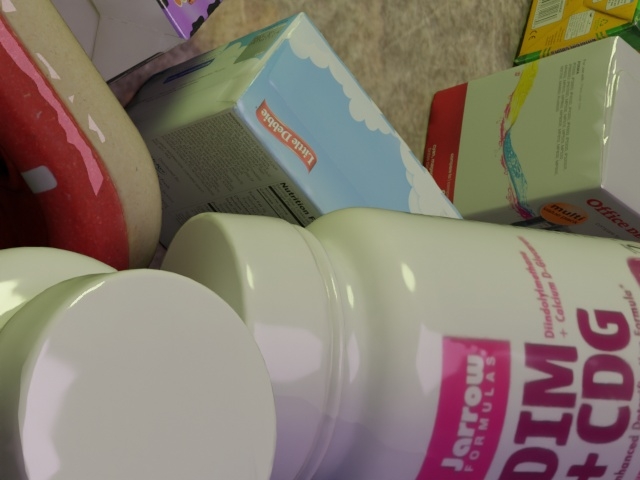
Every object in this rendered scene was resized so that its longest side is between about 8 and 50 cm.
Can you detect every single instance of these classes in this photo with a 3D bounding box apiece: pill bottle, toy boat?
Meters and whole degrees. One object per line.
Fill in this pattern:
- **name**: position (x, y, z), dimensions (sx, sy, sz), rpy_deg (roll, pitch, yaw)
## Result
- **pill bottle**: position (-0.147, 0.085, 0.522), dimensions (0.152, 0.272, 0.152), rpy_deg (11, 73, -42)
- **toy boat**: position (-0.189, -0.045, 0.612), dimensions (0.151, 0.151, 0.231), rpy_deg (-41, 110, -23)
- **pill bottle**: position (0.063, 0.068, 0.622), dimensions (0.283, 0.160, 0.160), rpy_deg (6, 76, -27)

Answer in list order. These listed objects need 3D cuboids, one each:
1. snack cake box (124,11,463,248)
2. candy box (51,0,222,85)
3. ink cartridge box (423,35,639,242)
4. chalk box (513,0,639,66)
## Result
- **snack cake box**: position (0.000, 0.000, 0.767), dimensions (0.264, 0.152, 0.089), rpy_deg (50, 51, -25)
- **candy box**: position (-0.122, -0.195, 0.696), dimensions (0.165, 0.070, 0.196), rpy_deg (58, 21, -17)
- **ink cartridge box**: position (0.186, -0.057, 0.942), dimensions (0.128, 0.176, 0.127), rpy_deg (27, 63, -37)
- **chalk box**: position (0.300, -0.161, 1.106), dimensions (0.213, 0.132, 0.132), rpy_deg (38, 57, -32)
